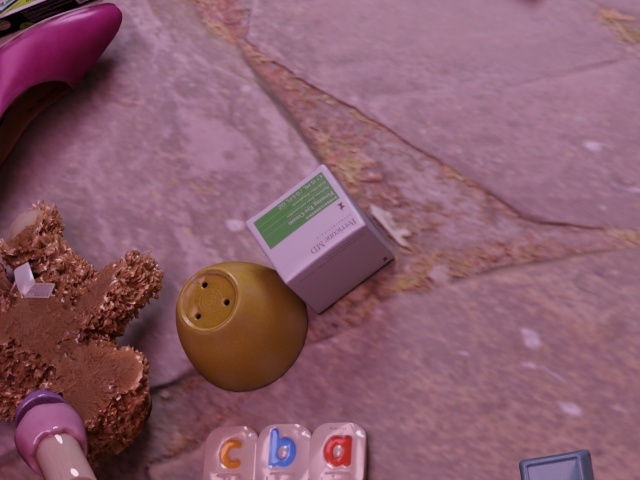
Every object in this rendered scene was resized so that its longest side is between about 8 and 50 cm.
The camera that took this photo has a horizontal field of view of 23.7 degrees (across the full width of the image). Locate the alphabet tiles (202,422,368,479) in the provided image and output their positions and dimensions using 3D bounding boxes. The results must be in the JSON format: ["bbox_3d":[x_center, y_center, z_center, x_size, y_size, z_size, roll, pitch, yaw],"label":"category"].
[{"bbox_3d":[-0.041,0.313,1.458,0.284,0.021,0.278,-5,69,21],"label":"alphabet tiles"}]

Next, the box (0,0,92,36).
[{"bbox_3d":[-0.363,-0.309,1.824,0.207,0.036,0.114,-19,64,15],"label":"box"}]

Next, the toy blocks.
[{"bbox_3d":[-0.369,0.285,1.424,0.308,0.289,0.260,-8,25,-20],"label":"toy blocks"}]

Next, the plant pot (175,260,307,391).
[{"bbox_3d":[-0.093,0.075,1.529,0.134,0.095,0.134,-8,68,20],"label":"plant pot"}]

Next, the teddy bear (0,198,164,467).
[{"bbox_3d":[-0.272,0.101,1.601,0.338,0.113,0.245,26,74,36],"label":"teddy bear"}]

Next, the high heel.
[{"bbox_3d":[-0.340,-0.100,1.710,0.377,0.127,0.181,-38,79,6],"label":"high heel"}]

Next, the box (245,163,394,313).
[{"bbox_3d":[0.000,0.000,1.517,0.101,0.102,0.087,-37,63,4],"label":"box"}]

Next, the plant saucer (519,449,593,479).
[{"bbox_3d":[0.220,0.283,1.365,0.067,0.018,0.192,-13,67,18],"label":"plant saucer"}]
